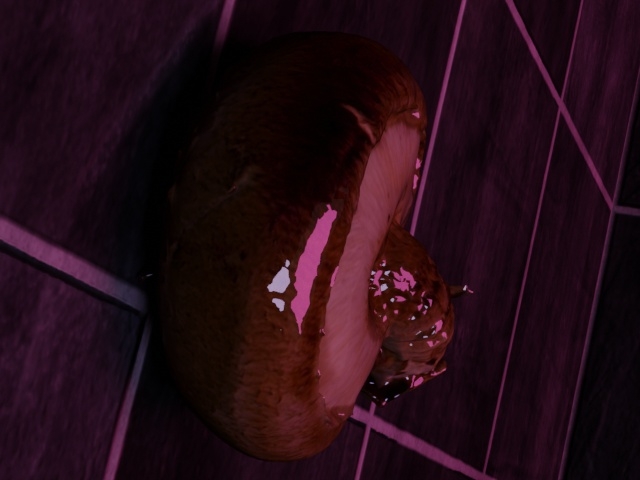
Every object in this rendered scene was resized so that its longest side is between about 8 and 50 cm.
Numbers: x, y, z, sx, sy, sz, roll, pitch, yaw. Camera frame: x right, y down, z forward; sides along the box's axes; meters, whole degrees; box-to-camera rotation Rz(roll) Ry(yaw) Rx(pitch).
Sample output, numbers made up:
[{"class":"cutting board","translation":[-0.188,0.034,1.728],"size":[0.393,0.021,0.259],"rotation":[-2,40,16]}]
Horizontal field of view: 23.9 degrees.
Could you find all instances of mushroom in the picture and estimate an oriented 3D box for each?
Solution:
[{"class":"mushroom","translation":[-0.010,0.003,1.006],"size":[0.278,0.163,0.297],"rotation":[62,41,-45]}]
